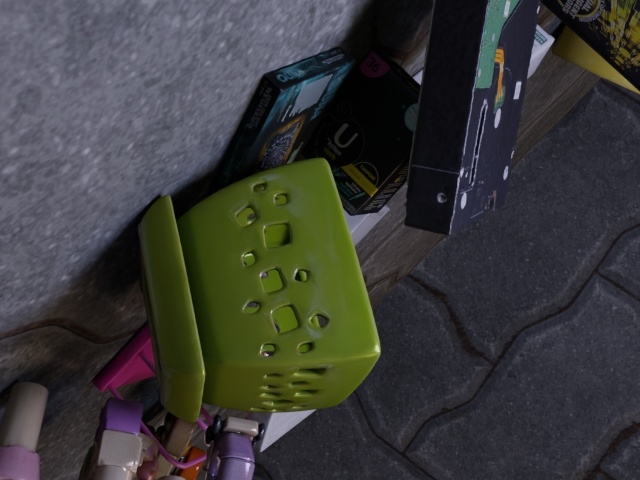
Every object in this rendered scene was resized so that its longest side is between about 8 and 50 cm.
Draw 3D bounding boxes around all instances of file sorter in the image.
[{"bbox_3d":[-0.131,0.158,1.172,0.291,0.182,0.202,-46,168,10],"label":"file sorter"}]

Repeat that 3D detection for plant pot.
[{"bbox_3d":[0.633,-0.432,1.618,0.254,0.254,0.239,-19,136,-64],"label":"plant pot"},{"bbox_3d":[-0.082,0.068,0.874,0.207,0.228,0.227,-8,157,-15],"label":"plant pot"}]

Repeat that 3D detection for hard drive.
[{"bbox_3d":[0.177,-0.191,0.896,0.237,0.064,0.339,-23,124,-61],"label":"hard drive"}]

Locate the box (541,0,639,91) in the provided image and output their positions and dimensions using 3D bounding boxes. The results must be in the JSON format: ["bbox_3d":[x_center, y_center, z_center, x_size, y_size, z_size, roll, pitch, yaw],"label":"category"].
[{"bbox_3d":[0.481,-0.374,1.072,0.097,0.318,0.395,-41,168,-19],"label":"box"}]

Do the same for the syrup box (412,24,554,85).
[{"bbox_3d":[0.228,-0.243,1.214,0.237,0.093,0.096,-40,168,-20],"label":"syrup box"}]

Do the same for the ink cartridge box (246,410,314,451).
[{"bbox_3d":[-0.033,0.187,1.105,0.145,0.045,0.179,-28,142,-47],"label":"ink cartridge box"}]

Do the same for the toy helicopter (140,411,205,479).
[{"bbox_3d":[-0.244,0.325,1.461,0.235,0.140,0.355,-64,-174,-16],"label":"toy helicopter"}]

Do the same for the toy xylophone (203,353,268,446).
[{"bbox_3d":[-0.140,0.238,1.428,0.323,0.081,0.236,71,24,-85],"label":"toy xylophone"}]

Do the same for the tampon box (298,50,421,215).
[{"bbox_3d":[0.066,-0.128,0.998,0.161,0.120,0.101,-49,167,18],"label":"tampon box"}]

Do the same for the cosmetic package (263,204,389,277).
[{"bbox_3d":[0.000,0.000,1.314,0.231,0.085,0.117,-45,169,9],"label":"cosmetic package"}]

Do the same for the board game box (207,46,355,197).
[{"bbox_3d":[-0.045,-0.120,0.883,0.126,0.026,0.186,-33,164,-45],"label":"board game box"}]

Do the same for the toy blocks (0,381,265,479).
[{"bbox_3d":[-0.255,0.358,0.949,0.289,0.308,0.260,122,-25,-47],"label":"toy blocks"}]
